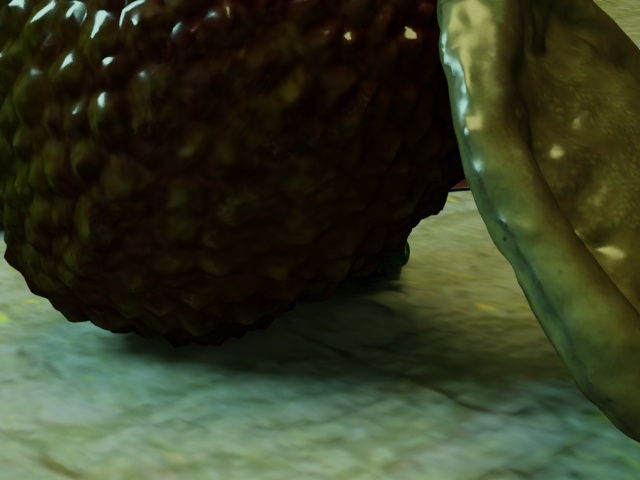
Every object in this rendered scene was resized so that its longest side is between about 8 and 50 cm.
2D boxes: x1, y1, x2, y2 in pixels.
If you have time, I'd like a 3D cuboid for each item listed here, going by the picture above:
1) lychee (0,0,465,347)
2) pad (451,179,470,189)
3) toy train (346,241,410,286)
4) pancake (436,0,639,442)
[{"bbox_3d":[-0.046,-0.074,0.599,0.236,0.271,0.236,42,12,-11],"label":"lychee"},{"bbox_3d":[0.069,-0.062,0.973,0.267,0.004,0.181,-4,18,-12],"label":"pad"},{"bbox_3d":[0.000,0.000,0.719,0.103,0.044,0.064,3,14,6],"label":"toy train"},{"bbox_3d":[0.127,-0.019,0.521,0.042,0.222,0.236,-30,44,32],"label":"pancake"}]
